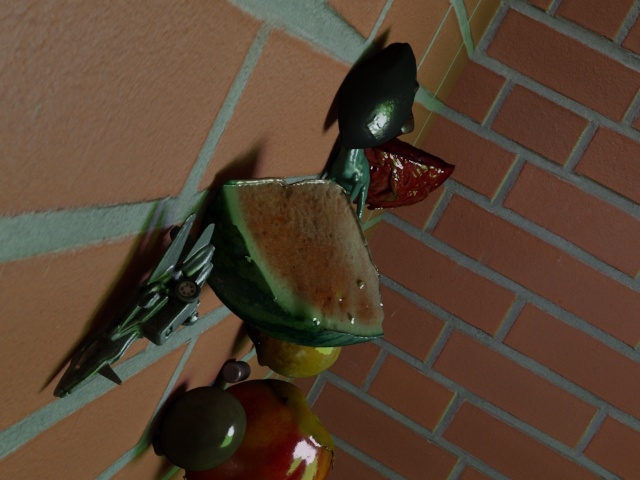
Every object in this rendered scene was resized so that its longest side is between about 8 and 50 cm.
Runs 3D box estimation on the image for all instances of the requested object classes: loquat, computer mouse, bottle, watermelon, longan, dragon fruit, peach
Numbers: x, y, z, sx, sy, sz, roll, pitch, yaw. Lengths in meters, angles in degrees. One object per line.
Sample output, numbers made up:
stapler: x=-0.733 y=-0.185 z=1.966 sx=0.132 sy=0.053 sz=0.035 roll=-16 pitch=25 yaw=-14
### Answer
loquat: x=-0.063 y=0.224 z=1.904 sx=0.244 sy=0.244 sz=0.244 roll=-59 pitch=172 yaw=-13
computer mouse: x=0.133 y=-0.288 z=1.590 sx=0.269 sy=0.100 sz=0.170 roll=-47 pitch=149 yaw=-44
bottle: x=-0.210 y=0.329 z=1.955 sx=0.053 sy=0.053 sz=0.140 roll=-60 pitch=172 yaw=-3
watermelon: x=-0.028 y=0.075 z=1.205 sx=0.292 sy=0.222 sz=0.319 roll=-12 pitch=140 yaw=-39
longan: x=-0.248 y=0.382 z=1.579 sx=0.204 sy=0.159 sz=0.185 roll=-25 pitch=-172 yaw=9
dragon fruit: x=0.159 y=-0.212 z=2.116 sx=0.302 sy=0.240 sz=0.330 roll=-35 pitch=156 yaw=17
peach: x=-0.154 y=0.527 z=1.914 sx=0.370 sy=0.370 sz=0.370 roll=-59 pitch=172 yaw=-13

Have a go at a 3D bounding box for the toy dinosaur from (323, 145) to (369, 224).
toy dinosaur: x=0.091 y=-0.211 z=1.838 sx=0.383 sy=0.129 sz=0.331 roll=13 pitch=98 yaw=-83

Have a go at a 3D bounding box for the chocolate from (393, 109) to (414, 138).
chocolate: x=0.157 y=-0.288 z=1.888 sx=0.080 sy=0.125 sz=0.149 roll=-26 pitch=153 yaw=-46

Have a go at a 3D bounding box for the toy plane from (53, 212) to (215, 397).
toy plane: x=-0.218 y=0.101 z=0.968 sx=0.267 sy=0.088 sz=0.212 roll=-55 pitch=170 yaw=-32
